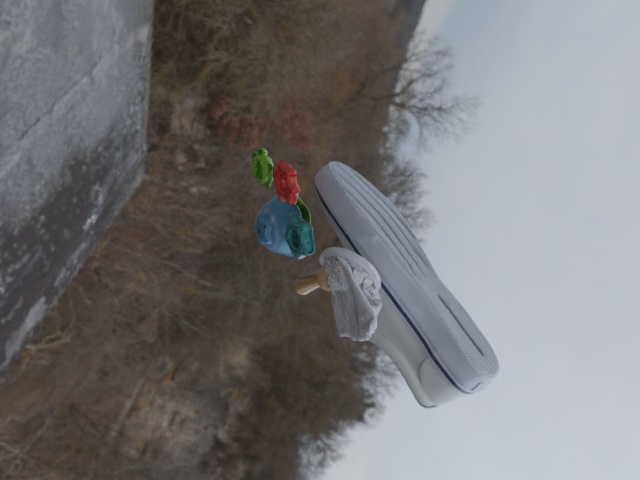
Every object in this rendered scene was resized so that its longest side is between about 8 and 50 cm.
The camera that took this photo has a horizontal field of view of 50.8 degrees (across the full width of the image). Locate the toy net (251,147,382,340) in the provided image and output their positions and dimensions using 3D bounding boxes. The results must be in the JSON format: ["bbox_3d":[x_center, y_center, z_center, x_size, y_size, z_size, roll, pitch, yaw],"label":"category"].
[{"bbox_3d":[0.000,0.000,0.627,0.232,0.045,0.122,42,-44,46],"label":"toy net"}]

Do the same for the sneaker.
[{"bbox_3d":[0.057,0.044,0.641,0.091,0.258,0.094,-40,163,26],"label":"sneaker"}]
